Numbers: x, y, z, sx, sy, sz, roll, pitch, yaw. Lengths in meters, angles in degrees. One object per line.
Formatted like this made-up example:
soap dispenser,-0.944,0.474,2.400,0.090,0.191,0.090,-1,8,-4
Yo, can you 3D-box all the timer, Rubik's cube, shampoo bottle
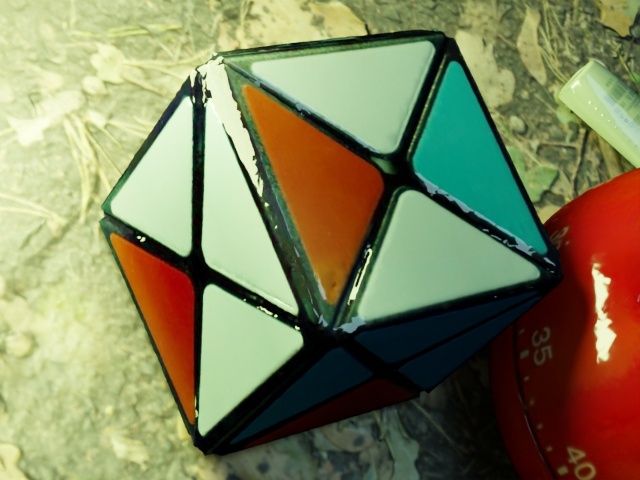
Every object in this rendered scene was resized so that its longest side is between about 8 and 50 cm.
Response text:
timer,0.326,0.119,1.375,0.378,0.279,0.378,13,64,-28
Rubik's cube,0.000,0.001,1.269,0.246,0.248,0.250,-12,70,-36
shampoo bottle,0.343,-0.100,1.658,0.212,0.049,0.072,46,47,0
